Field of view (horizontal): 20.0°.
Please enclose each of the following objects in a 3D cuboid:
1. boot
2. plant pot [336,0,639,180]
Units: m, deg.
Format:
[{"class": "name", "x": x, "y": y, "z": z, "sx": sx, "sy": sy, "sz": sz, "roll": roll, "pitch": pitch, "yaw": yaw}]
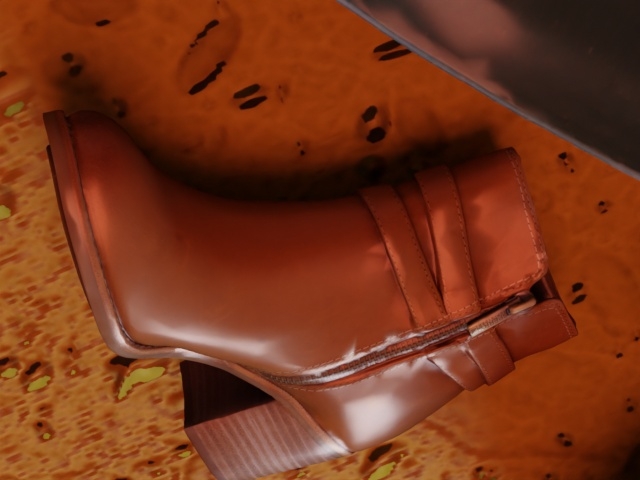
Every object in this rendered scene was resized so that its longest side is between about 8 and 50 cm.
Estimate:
[{"class": "boot", "x": 0.000, "y": 0.000, "z": 0.642, "sx": 0.152, "sy": 0.073, "sz": 0.197, "roll": -22, "pitch": 137, "yaw": 8}, {"class": "plant pot", "x": 0.114, "y": -0.131, "z": 0.466, "sx": 0.293, "sy": 0.293, "sz": 0.196, "roll": 31, "pitch": 87, "yaw": -27}]
